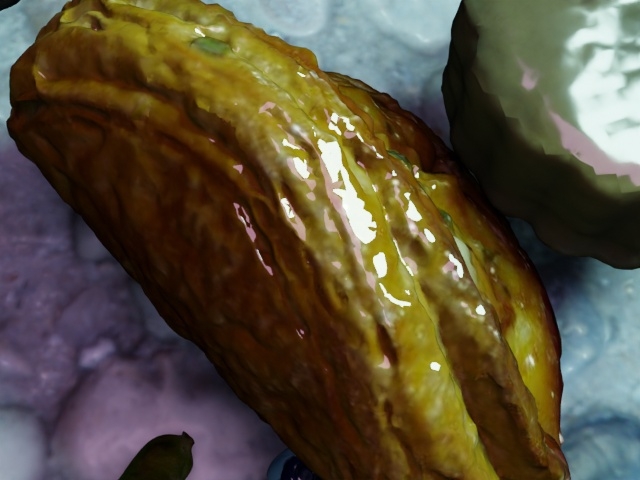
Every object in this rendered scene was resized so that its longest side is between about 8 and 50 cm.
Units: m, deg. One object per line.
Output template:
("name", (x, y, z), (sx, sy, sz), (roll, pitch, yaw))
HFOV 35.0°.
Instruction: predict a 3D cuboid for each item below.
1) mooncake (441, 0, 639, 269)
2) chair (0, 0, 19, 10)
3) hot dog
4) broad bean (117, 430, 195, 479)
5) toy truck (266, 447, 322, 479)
("mooncake", (0.185, -0.098, 0.596), (0.228, 0.124, 0.228), (1, 70, -4))
("chair", (-0.332, -0.034, 0.544), (0.226, 0.226, 0.401), (17, 69, -1))
("hot dog", (0.000, 0.000, 0.571), (0.387, 0.267, 0.174), (45, 106, 12))
("broad bean", (-0.182, 0.206, 0.541), (0.292, 0.049, 0.144), (-25, 40, -14))
("toy truck", (0.022, 0.178, 0.599), (0.074, 0.063, 0.136), (-19, 72, -36))
